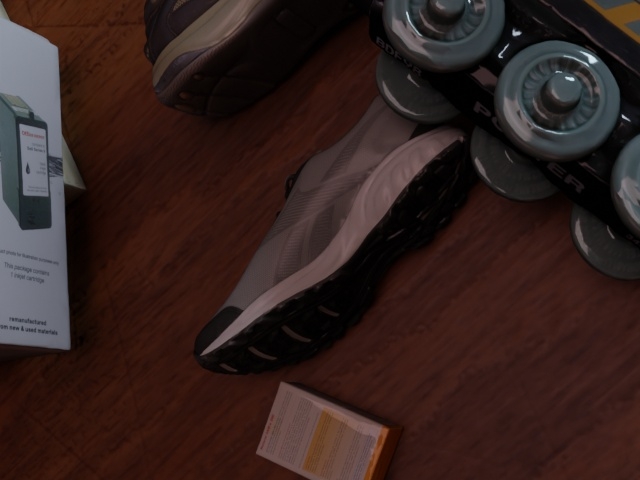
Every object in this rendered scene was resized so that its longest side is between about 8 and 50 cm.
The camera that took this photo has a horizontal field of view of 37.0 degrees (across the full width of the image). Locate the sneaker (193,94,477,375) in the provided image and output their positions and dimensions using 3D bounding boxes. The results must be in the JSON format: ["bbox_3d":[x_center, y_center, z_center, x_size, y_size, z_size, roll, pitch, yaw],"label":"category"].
[{"bbox_3d":[0.000,0.000,0.752,0.271,0.100,0.108,-46,58,4],"label":"sneaker"}]

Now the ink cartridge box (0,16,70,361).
[{"bbox_3d":[-0.343,-0.036,0.839,0.211,0.121,0.289,-11,77,21],"label":"ink cartridge box"}]

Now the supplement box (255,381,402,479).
[{"bbox_3d":[0.006,0.156,0.748,0.098,0.036,0.062,20,90,24],"label":"supplement box"}]

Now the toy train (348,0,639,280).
[{"bbox_3d":[0.180,-0.116,0.632,0.334,0.142,0.190,40,80,10],"label":"toy train"}]

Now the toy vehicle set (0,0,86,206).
[{"bbox_3d":[-0.350,-0.115,0.942,0.166,0.035,0.267,-34,70,15],"label":"toy vehicle set"}]

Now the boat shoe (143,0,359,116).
[{"bbox_3d":[-0.012,-0.246,0.769,0.355,0.132,0.130,-33,71,14],"label":"boat shoe"}]
